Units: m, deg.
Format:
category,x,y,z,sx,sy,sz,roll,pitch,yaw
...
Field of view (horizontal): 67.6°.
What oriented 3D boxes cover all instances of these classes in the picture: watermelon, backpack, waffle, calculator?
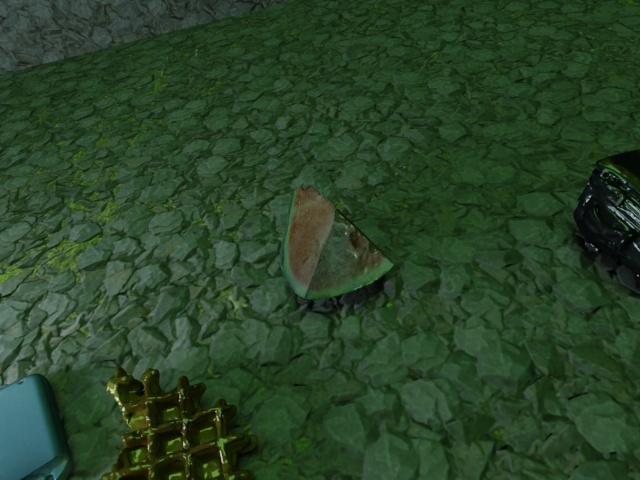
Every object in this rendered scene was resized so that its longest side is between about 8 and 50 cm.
category,x,y,z,sx,sy,sz,roll,pitch,yaw
watermelon,0.000,0.020,0.792,0.146,0.128,0.231,-47,35,3
backpack,0.511,-0.009,0.699,0.206,0.133,0.258,-18,51,-20
waffle,-0.210,0.302,0.564,0.260,0.069,0.293,16,51,19
calculator,-0.415,0.272,0.650,0.121,0.039,0.210,-30,47,-21
